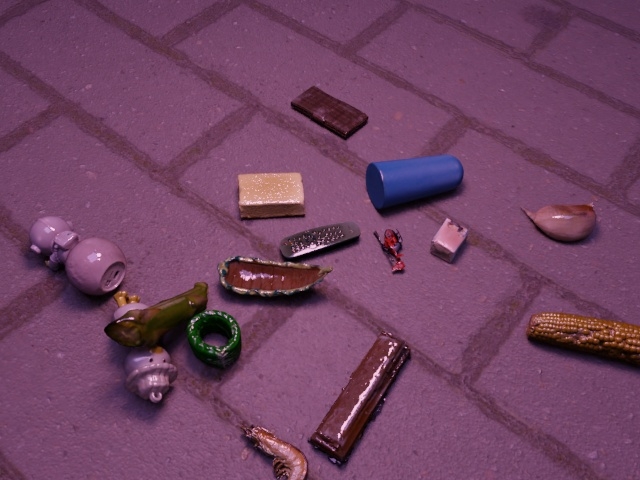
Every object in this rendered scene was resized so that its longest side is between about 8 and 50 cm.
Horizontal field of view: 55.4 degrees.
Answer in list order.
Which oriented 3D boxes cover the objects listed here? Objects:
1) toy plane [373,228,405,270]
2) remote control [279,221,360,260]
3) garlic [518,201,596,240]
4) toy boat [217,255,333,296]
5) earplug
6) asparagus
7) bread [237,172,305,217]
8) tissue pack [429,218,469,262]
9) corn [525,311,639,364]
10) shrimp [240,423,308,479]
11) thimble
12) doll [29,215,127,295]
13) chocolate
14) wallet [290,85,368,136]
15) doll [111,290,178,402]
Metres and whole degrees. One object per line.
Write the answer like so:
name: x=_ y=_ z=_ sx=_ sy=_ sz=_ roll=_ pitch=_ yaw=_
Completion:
toy plane: x=0.194 y=0.019 z=1.631 sx=0.060 sy=0.037 sz=0.145 roll=-15 pitch=54 yaw=-8
remote control: x=0.000 y=0.000 z=1.633 sx=0.222 sy=0.042 sz=0.072 roll=-15 pitch=56 yaw=-12
garlic: x=0.663 y=-0.060 z=1.690 sx=0.198 sy=0.090 sz=0.128 roll=-2 pitch=38 yaw=4
toy boat: x=-0.110 y=0.094 z=1.530 sx=0.293 sy=0.099 sz=0.108 roll=1 pitch=53 yaw=7
earplug: x=0.278 y=-0.177 z=1.728 sx=0.273 sy=0.132 sz=0.132 roll=-12 pitch=55 yaw=-15
asparagus: x=-0.344 y=0.166 z=1.397 sx=0.085 sy=0.082 sz=0.343 roll=27 pitch=21 yaw=21
bread: x=-0.137 y=-0.127 z=1.705 sx=0.188 sy=0.068 sz=0.125 roll=-3 pitch=54 yaw=-5
tissue pack: x=0.344 y=0.001 z=1.635 sx=0.074 sy=0.058 sz=0.094 roll=29 pitch=58 yaw=16
corn: x=0.660 y=0.230 z=1.462 sx=0.320 sy=0.097 sz=0.097 roll=11 pitch=54 yaw=8
shrimp: x=-0.116 y=0.472 z=1.291 sx=0.178 sy=0.034 sz=0.124 roll=28 pitch=64 yaw=12
thimble: x=-0.245 y=0.230 z=1.425 sx=0.118 sy=0.090 sz=0.130 roll=-24 pitch=58 yaw=-20
doll: x=-0.622 y=0.026 z=1.532 sx=0.287 sy=0.151 sz=0.151 roll=28 pitch=58 yaw=21
chocolate: x=0.098 y=0.342 z=1.373 sx=0.102 sy=0.065 sz=0.329 roll=29 pitch=60 yaw=17
wallet: x=0.027 y=-0.412 z=1.936 sx=0.230 sy=0.042 sz=0.124 roll=35 pitch=57 yaw=20
doll: x=-0.410 y=0.241 z=1.395 sx=0.119 sy=0.138 sz=0.293 roll=-41 pitch=53 yaw=18
